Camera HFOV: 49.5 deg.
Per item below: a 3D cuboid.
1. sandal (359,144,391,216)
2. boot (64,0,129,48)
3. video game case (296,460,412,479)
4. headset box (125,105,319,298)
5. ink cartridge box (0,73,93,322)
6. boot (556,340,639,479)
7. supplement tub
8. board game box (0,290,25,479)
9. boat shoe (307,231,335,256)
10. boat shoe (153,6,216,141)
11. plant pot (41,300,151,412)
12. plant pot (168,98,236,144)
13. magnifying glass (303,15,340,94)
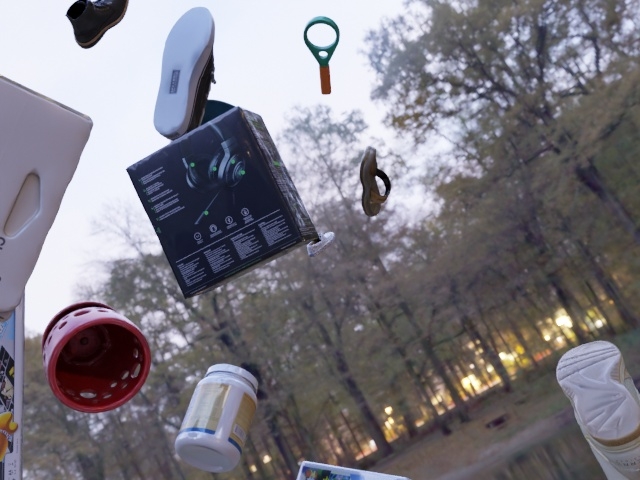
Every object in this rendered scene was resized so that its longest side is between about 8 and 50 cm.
[{"bbox_3d":[0.101,-0.100,1.236,0.049,0.072,0.180,9,-30,12],"label":"sandal"},{"bbox_3d":[-0.552,-0.586,1.731,0.197,0.077,0.137,-62,-3,-14],"label":"boot"},{"bbox_3d":[0.025,0.590,1.334,0.036,0.299,0.329,32,-27,-28],"label":"video game case"},{"bbox_3d":[-0.180,-0.076,1.265,0.246,0.283,0.131,-27,-3,13],"label":"headset box"},{"bbox_3d":[-0.342,-0.046,0.686,0.114,0.196,0.273,25,-10,-31],"label":"ink cartridge box"},{"bbox_3d":[0.420,0.271,0.962,0.095,0.203,0.262,-26,12,14],"label":"boot"},{"bbox_3d":[-0.222,0.389,1.527,0.144,0.144,0.199,-46,20,44],"label":"supplement tub"},{"bbox_3d":[-0.467,0.179,0.848,0.193,0.305,0.053,-1,-17,-21],"label":"board game box"},{"bbox_3d":[0.000,0.000,1.614,0.035,0.035,0.100,0,29,39],"label":"boat shoe"},{"bbox_3d":[-0.284,-0.362,1.548,0.113,0.306,0.105,3,-10,20],"label":"boat shoe"},{"bbox_3d":[-0.450,0.221,1.362,0.191,0.191,0.174,-20,19,-28],"label":"plant pot"},{"bbox_3d":[-0.298,-0.210,1.901,0.290,0.290,0.195,-13,-19,-42],"label":"plant pot"},{"bbox_3d":[0.007,-0.469,1.776,0.092,0.026,0.231,0,-37,5],"label":"magnifying glass"}]
